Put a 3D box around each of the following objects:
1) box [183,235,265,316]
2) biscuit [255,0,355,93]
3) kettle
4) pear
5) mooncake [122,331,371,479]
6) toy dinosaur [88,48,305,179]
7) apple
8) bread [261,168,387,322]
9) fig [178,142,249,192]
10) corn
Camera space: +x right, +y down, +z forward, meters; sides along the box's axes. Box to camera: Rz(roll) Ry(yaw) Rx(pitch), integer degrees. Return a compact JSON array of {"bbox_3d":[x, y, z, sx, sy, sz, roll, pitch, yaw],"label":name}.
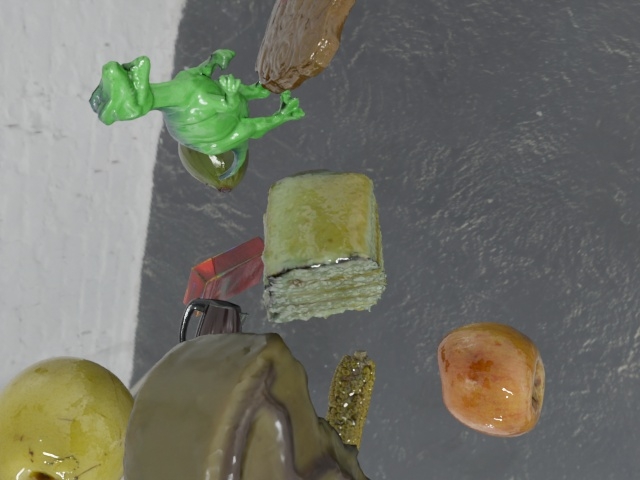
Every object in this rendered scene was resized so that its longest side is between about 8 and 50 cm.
[{"bbox_3d":[-0.338,0.126,2.235,0.089,0.313,0.197,43,135,19],"label":"box"},{"bbox_3d":[-0.024,-0.349,0.932,0.273,0.049,0.257,18,87,64],"label":"biscuit"},{"bbox_3d":[-0.330,0.295,1.881,0.202,0.144,0.232,8,87,9],"label":"kettle"},{"bbox_3d":[-0.594,0.444,1.420,0.349,0.348,0.347,13,112,35],"label":"pear"},{"bbox_3d":[-0.093,0.350,0.971,0.247,0.394,0.392,-10,70,32],"label":"mooncake"},{"bbox_3d":[-0.233,-0.168,1.090,0.143,0.375,0.500,59,146,11],"label":"toy dinosaur"},{"bbox_3d":[0.444,0.363,1.634,0.275,0.299,0.298,0,105,25],"label":"apple"},{"bbox_3d":[0.000,-0.007,1.196,0.395,0.240,0.263,94,173,-69],"label":"bread"},{"bbox_3d":[-0.305,-0.235,1.759,0.203,0.203,0.225,-32,60,40],"label":"fig"},{"bbox_3d":[0.055,0.397,1.351,0.097,0.097,0.319,9,88,36],"label":"corn"}]
